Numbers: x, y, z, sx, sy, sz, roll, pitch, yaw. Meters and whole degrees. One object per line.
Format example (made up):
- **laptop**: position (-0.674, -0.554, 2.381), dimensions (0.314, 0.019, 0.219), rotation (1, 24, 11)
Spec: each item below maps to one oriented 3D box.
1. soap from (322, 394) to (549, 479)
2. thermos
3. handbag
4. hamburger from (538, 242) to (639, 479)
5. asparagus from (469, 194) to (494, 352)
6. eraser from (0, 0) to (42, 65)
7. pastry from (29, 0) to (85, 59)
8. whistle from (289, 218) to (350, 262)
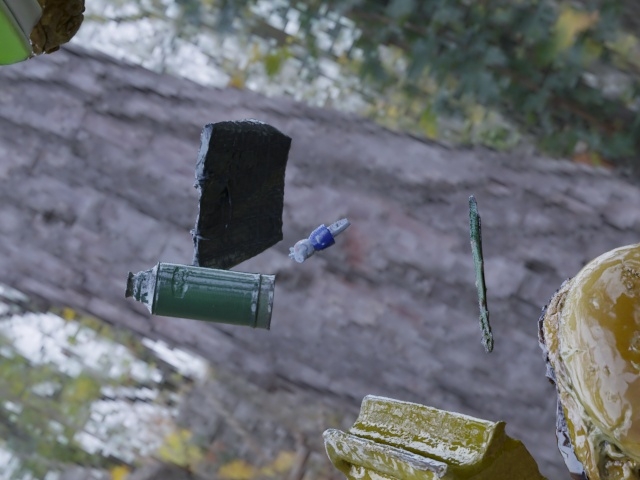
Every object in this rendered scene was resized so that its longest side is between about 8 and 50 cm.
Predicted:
- **soap**: position (0.165, 0.336, 1.914), dimensions (0.143, 0.281, 0.259), rotation (-43, -64, -26)
- **thermos**: position (-0.153, 0.066, 1.878), dimensions (0.083, 0.188, 0.073), rotation (-109, 27, -81)
- **handbag**: position (-0.132, -0.069, 2.257), dimensions (0.175, 0.089, 0.270), rotation (-26, -51, -48)
- **hamburger**: position (0.400, 0.156, 1.707), dimensions (0.174, 0.284, 0.304), rotation (126, 135, -55)
- **asparagus**: position (0.155, 0.030, 1.432), dimensions (0.013, 0.016, 0.166), rotation (-34, 52, 51)
- **eraser**: position (-0.442, -0.290, 1.550), dimensions (0.274, 0.210, 0.092), rotation (61, -155, -48)
- **pastry**: position (-0.470, -0.386, 2.263), dimensions (0.132, 0.240, 0.235), rotation (-52, -16, -18)
- **whistle**: position (0.000, 0.000, 1.778), dimensions (0.083, 0.033, 0.029), rotation (-34, -50, -7)
